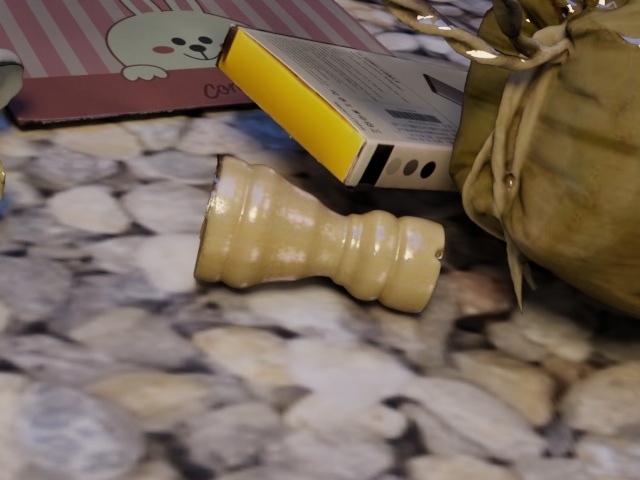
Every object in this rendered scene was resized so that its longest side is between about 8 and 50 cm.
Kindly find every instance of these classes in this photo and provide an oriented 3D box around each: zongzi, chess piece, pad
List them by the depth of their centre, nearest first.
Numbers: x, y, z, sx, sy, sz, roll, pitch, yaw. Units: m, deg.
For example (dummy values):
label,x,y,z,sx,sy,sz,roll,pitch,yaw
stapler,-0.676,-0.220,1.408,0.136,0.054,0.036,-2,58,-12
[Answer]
label,x,y,z,sx,sy,sz,roll,pitch,yaw
chess piece,0.000,0.000,0.533,0.122,0.066,0.066,12,36,-6
zongzi,0.218,-0.111,0.669,0.499,0.218,0.467,2,21,-13
pad,-0.095,-0.148,0.744,0.299,0.005,0.202,-9,41,-28

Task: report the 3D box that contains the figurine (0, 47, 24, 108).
label,x,y,z,sx,sy,sz,roll,pitch,yaw
figurine,-0.299,-0.142,0.567,0.265,0.140,0.193,24,43,21

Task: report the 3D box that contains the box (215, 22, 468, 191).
label,x,y,z,sx,sy,sz,roll,pitch,yaw
box,0.067,-0.073,0.635,0.247,0.033,0.129,1,34,-44

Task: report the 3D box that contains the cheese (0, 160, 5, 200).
label,x,y,z,sx,sy,sz,roll,pitch,yaw
cheese,-0.289,-0.023,0.488,0.255,0.050,0.127,9,38,-2
